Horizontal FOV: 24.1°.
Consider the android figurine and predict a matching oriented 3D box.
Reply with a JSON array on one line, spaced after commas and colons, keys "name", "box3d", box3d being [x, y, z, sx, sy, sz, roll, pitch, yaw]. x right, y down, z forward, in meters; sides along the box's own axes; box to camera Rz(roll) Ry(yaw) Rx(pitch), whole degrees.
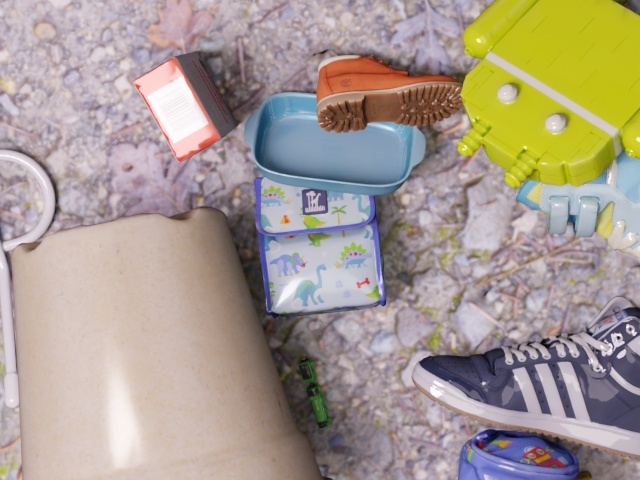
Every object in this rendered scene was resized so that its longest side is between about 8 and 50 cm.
[{"name": "android figurine", "box3d": [0.251, -0.163, 1.485, 0.273, 0.056, 0.248, -44, 59, -12]}]

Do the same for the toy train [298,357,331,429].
[{"name": "toy train", "box3d": [-0.006, 0.168, 1.633, 0.017, 0.024, 0.083, -17, 97, 6]}]

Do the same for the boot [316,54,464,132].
[{"name": "boot", "box3d": [0.072, -0.162, 1.552, 0.157, 0.085, 0.059, -3, 141, -4]}]

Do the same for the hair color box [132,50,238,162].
[{"name": "hair color box", "box3d": [-0.134, -0.138, 1.519, 0.053, 0.167, 0.093, -29, 96, 8]}]

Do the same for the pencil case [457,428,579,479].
[{"name": "pencil case", "box3d": [0.169, 0.346, 1.570, 0.133, 0.119, 0.306, 20, 101, 21]}]

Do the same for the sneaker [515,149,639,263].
[{"name": "sneaker", "box3d": [0.317, -0.006, 1.538, 0.208, 0.127, 0.319, -15, 88, 4]}]

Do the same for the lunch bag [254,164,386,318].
[{"name": "lunch bag", "box3d": [0.000, 0.000, 1.575, 0.128, 0.096, 0.151, -5, 83, 2]}]

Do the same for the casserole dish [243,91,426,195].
[{"name": "casserole dish", "box3d": [0.014, -0.096, 1.559, 0.188, 0.037, 0.114, 6, 55, 3]}]

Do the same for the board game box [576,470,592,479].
[{"name": "board game box", "box3d": [0.179, 0.337, 1.645, 0.259, 0.039, 0.124, -11, 97, 8]}]

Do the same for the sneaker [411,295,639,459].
[{"name": "sneaker", "box3d": [0.246, 0.123, 1.571, 0.282, 0.099, 0.153, 15, 104, -6]}]

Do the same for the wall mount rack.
[{"name": "wall mount rack", "box3d": [-0.447, 0.041, 1.587, 0.350, 0.130, 0.304, -14, 101, 6]}]

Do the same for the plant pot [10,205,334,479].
[{"name": "plant pot", "box3d": [-0.175, 0.135, 1.514, 0.333, 0.334, 0.306, -11, 86, 5]}]
